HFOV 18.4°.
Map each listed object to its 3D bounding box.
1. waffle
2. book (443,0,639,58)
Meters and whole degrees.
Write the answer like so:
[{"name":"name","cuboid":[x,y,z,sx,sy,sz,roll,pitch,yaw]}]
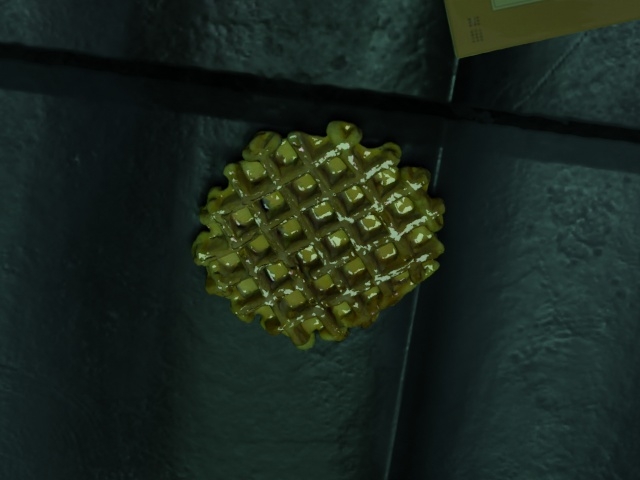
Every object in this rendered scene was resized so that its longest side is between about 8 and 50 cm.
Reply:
[{"name":"waffle","cuboid":[-0.002,-0.004,1.444,0.191,0.038,0.191,1,117,1]},{"name":"book","cuboid":[0.166,-0.197,1.359,0.172,0.012,0.118,-11,116,6]}]
